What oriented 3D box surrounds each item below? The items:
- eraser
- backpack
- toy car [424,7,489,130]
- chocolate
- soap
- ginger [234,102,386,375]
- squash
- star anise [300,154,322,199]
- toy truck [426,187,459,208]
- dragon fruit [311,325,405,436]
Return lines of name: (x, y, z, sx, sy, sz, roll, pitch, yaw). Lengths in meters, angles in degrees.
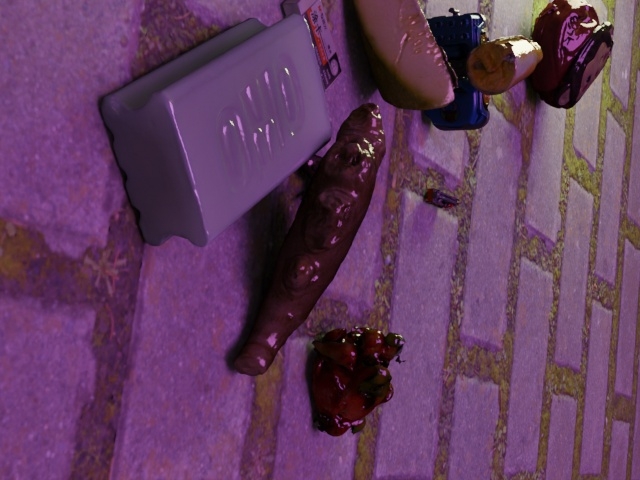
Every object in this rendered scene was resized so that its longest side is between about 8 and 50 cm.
eraser: (-0.010, -0.249, 1.217, 0.052, 0.029, 0.122, -54, 137, -44)
backpack: (0.496, -0.392, 1.984, 0.229, 0.139, 0.229, -28, 129, -41)
toy car: (0.202, -0.264, 1.512, 0.100, 0.097, 0.191, -20, 108, -58)
chocolate: (0.293, -0.275, 1.504, 0.219, 0.086, 0.085, -29, 116, -59)
soap: (-0.095, -0.122, 1.019, 0.265, 0.088, 0.159, -45, 129, -50)
ginger: (0.001, -0.002, 1.135, 0.166, 0.080, 0.332, -30, 142, -77)
squash: (0.092, -0.311, 1.312, 0.169, 0.093, 0.252, -125, -166, -57)
star anise: (0.010, -0.075, 1.238, 0.129, 0.056, 0.124, 46, 71, -37)
toy truck: (0.197, -0.067, 1.581, 0.083, 0.032, 0.024, 19, 71, -60)
dragon fruit: (0.043, 0.178, 1.267, 0.142, 0.175, 0.138, 27, 54, -25)
